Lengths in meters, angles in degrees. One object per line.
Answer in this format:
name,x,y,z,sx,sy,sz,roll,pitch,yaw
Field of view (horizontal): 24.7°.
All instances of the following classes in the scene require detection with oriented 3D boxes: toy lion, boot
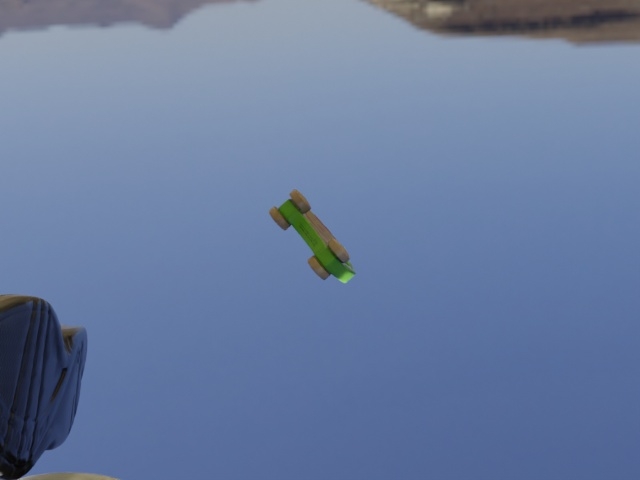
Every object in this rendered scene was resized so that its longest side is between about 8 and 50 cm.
toy lion,0.000,0.000,1.310,0.100,0.034,0.096,52,-173,27
boot,-0.346,0.089,1.146,0.284,0.138,0.377,10,178,2

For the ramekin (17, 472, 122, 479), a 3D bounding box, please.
ramekin,-0.198,0.311,1.127,0.277,0.135,0.277,4,-139,-4
